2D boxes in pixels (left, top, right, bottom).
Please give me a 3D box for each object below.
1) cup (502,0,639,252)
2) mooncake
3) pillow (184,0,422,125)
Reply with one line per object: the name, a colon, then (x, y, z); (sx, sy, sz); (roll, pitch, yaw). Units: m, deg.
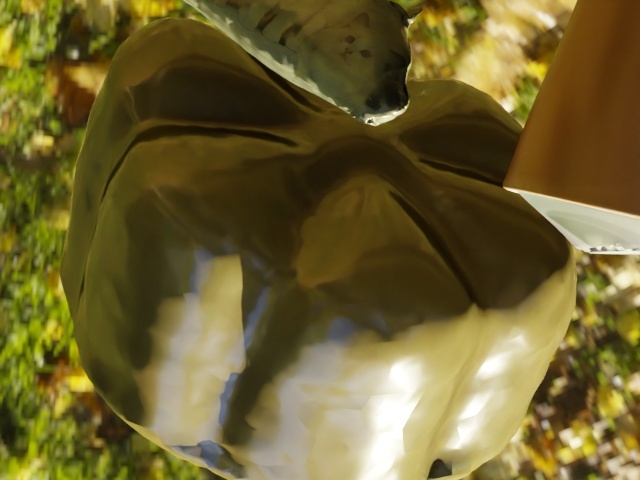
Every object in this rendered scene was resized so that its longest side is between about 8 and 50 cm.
cup: (0.244, -0.110, 1.138); (0.182, 0.226, 0.264); (12, 93, -37)
mooncake: (0.000, 0.000, 1.581); (0.467, 0.467, 0.262); (13, 126, -12)
pillow: (-0.012, -0.150, 1.140); (0.093, 0.241, 0.051); (-41, 141, -14)
